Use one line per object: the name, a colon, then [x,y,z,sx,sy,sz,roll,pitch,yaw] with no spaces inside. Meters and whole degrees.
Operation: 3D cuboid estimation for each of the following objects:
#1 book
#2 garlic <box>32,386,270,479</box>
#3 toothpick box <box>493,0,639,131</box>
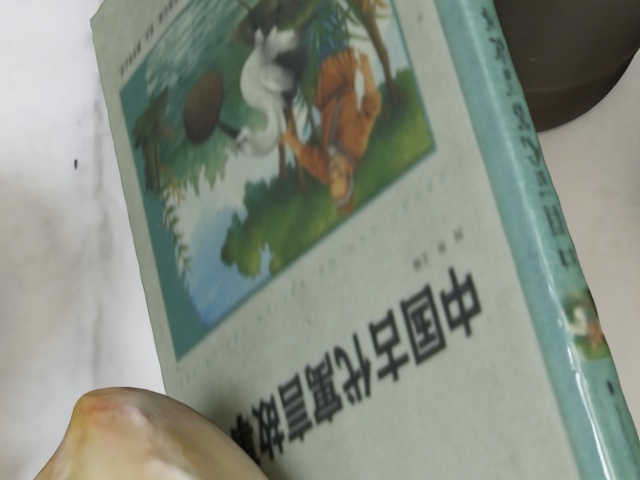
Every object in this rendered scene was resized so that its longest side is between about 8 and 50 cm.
book: [0.000,0.000,0.516,0.025,0.215,0.283,-3,66,-32]
garlic: [-0.072,0.183,0.480,0.217,0.110,0.228,-37,46,7]
toothpick box: [0.075,-0.118,0.562,0.111,0.181,0.111,1,71,-3]
